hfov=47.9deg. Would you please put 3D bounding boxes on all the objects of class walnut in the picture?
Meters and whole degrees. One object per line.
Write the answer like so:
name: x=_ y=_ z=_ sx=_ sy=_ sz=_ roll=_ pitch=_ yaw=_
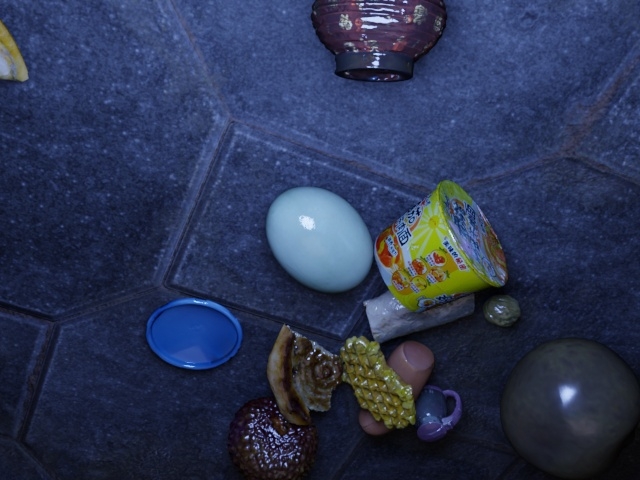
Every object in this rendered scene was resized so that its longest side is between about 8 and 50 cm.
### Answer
walnut: x=0.449 y=0.173 z=1.785 sx=0.092 sy=0.092 sz=0.092 roll=-1 pitch=126 yaw=-2

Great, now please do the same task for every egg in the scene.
egg: x=0.000 y=0.000 z=1.564 sx=0.203 sy=0.202 sz=0.283 roll=-34 pitch=127 yaw=21

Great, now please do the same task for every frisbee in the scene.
frisbee: x=-0.316 y=0.230 z=1.814 sx=0.242 sy=0.045 sz=0.242 roll=-2 pitch=125 yaw=-2

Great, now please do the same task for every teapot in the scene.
teapot: x=0.307 y=0.473 z=1.953 sx=0.148 sy=0.146 sz=0.116 roll=1 pitch=126 yaw=-3

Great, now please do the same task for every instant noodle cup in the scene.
instant noodle cup: x=0.253 y=0.026 z=1.575 sx=0.200 sy=0.264 sz=0.264 roll=-31 pitch=122 yaw=28

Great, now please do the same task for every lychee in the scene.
lychee: x=-0.139 y=0.551 z=1.945 sx=0.272 sy=0.271 sz=0.271 roll=-1 pitch=126 yaw=-2

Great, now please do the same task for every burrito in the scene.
burrito: x=0.252 y=0.153 z=1.748 sx=0.299 sy=0.105 sz=0.143 roll=-24 pitch=119 yaw=16

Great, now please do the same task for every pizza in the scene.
pizza: x=-0.721 y=-0.352 z=1.362 sx=0.297 sy=0.071 sz=0.189 roll=-7 pitch=127 yaw=3

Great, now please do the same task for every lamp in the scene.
lamp: x=0.103 y=-0.400 z=1.274 sx=0.247 sy=0.247 sz=0.246 roll=-1 pitch=126 yaw=-2

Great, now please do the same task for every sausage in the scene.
sausage: x=0.197 y=0.400 z=1.911 sx=0.121 sy=0.121 sz=0.304 roll=15 pitch=125 yaw=-13

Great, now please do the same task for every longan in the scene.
longan: x=0.627 y=0.418 z=1.805 sx=0.361 sy=0.361 sz=0.360 roll=-1 pitch=126 yaw=-2

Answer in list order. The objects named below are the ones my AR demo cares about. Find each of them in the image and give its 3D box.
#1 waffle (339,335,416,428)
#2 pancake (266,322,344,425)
waffle: x=0.145 y=0.358 z=1.788 sx=0.056 sy=0.253 sz=0.249 roll=-32 pitch=144 yaw=-31
pancake: x=-0.054 y=0.357 z=1.849 sx=0.257 sy=0.056 sz=0.212 roll=37 pitch=81 yaw=-23
